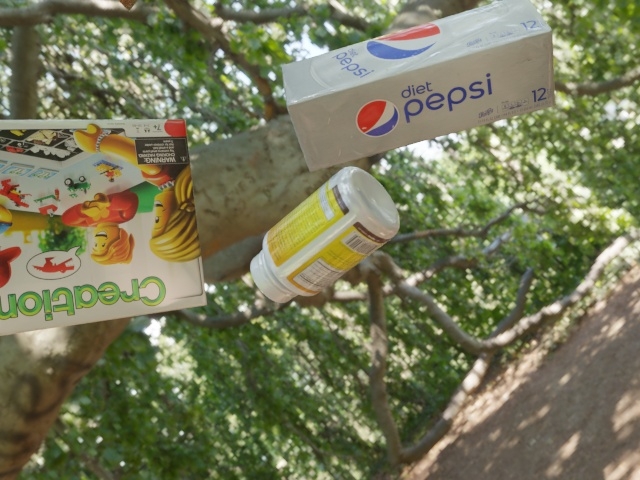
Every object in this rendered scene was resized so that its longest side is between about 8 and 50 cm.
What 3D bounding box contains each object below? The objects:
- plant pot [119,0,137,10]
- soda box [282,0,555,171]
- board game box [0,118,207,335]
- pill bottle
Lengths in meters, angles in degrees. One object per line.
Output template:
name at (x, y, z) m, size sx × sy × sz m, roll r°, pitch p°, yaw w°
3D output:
plant pot at (-0.342, -0.592, 1.278) m, size 0.254 × 0.237 × 0.237 m, roll -42°, pitch -8°, yaw 3°
soda box at (0.106, -0.174, 0.791) m, size 0.286 × 0.091 × 0.098 m, roll -15°, pitch -47°, yaw 6°
board game box at (-0.266, -0.013, 0.663) m, size 0.305 × 0.193 × 0.053 m, roll -7°, pitch -2°, yaw -31°
pill bottle at (0.000, 0.000, 1.011) m, size 0.215 × 0.117 × 0.117 m, roll -38°, pitch -4°, yaw 27°
